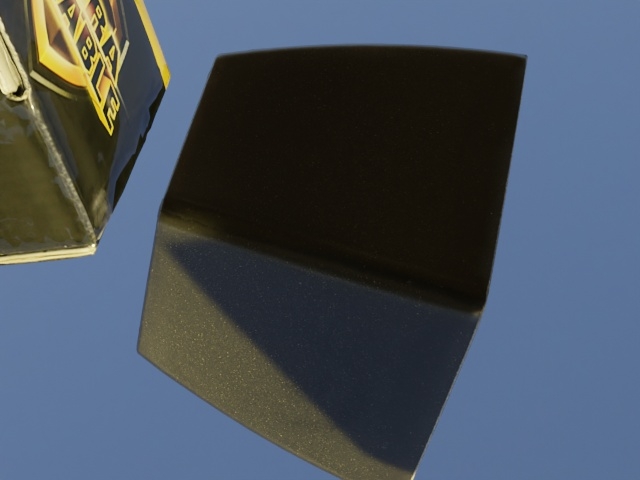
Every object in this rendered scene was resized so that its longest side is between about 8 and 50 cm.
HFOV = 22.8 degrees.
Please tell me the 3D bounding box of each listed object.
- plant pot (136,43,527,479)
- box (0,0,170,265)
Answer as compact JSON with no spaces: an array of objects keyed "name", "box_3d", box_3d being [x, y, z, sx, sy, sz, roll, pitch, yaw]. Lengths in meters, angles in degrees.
[{"name":"plant pot","box_3d":[0.000,0.000,0.865,0.167,0.187,0.188,16,-131,0]},{"name":"box","box_3d":[-0.228,-0.098,0.373,0.322,0.257,0.079,-6,-142,17]}]
